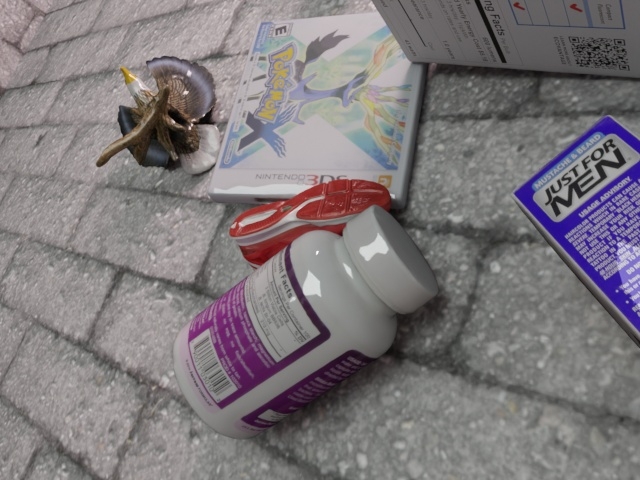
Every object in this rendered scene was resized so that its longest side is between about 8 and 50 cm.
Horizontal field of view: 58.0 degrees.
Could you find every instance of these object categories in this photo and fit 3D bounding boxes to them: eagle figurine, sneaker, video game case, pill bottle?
[{"bbox_3d":[-0.318,-0.254,1.152,0.226,0.225,0.298,-6,17,-7],"label":"eagle figurine"},{"bbox_3d":[0.000,0.000,0.783,0.221,0.128,0.087,-10,36,20],"label":"sneaker"},{"bbox_3d":[0.003,-0.204,0.872,0.300,0.036,0.329,3,67,22],"label":"video game case"},{"bbox_3d":[-0.017,0.094,0.690,0.301,0.169,0.169,-36,48,18],"label":"pill bottle"}]

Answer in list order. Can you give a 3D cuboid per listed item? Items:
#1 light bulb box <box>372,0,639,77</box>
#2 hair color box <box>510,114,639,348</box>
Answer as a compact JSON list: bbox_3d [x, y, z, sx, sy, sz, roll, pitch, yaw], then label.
[{"bbox_3d":[0.218,-0.369,0.605,0.361,0.358,0.225,18,79,37],"label":"light bulb box"},{"bbox_3d":[0.304,0.075,0.424,0.110,0.185,0.339,-40,47,17],"label":"hair color box"}]
